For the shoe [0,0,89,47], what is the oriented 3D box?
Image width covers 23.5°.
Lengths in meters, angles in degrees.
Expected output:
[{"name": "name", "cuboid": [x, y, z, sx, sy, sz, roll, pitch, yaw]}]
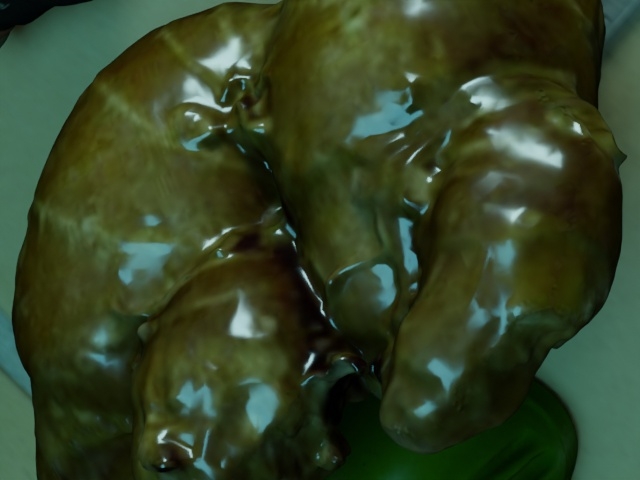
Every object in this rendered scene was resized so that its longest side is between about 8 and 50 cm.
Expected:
[{"name": "shoe", "cuboid": [-0.181, -0.197, 0.722, 0.137, 0.114, 0.291, -7, 144, 17]}]

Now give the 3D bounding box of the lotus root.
[{"name": "lotus root", "cuboid": [0.021, 0.137, 0.754, 0.186, 0.186, 0.186, 7, 108, 23]}]

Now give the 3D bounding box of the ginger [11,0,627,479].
[{"name": "ginger", "cuboid": [-0.008, 0.003, 0.692, 0.357, 0.152, 0.274, -31, 54, 24]}]
